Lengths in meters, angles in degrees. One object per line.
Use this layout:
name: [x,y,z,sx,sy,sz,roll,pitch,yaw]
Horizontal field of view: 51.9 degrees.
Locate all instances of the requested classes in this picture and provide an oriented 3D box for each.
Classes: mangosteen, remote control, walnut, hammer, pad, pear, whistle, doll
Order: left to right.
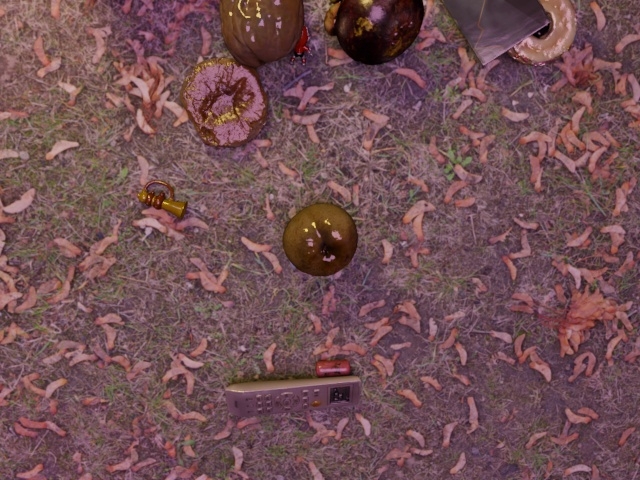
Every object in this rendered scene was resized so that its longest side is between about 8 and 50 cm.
whistle: [-0.344,-0.091,1.437,0.109,0.046,0.057,24,114,-3]
walnut: [-0.119,-0.467,1.314,0.178,0.178,0.230,-7,93,-3]
remote control: [-0.064,0.355,1.545,0.313,0.055,0.109,-4,135,-6]
doll: [-0.043,-0.428,1.391,0.057,0.039,0.114,13,114,22]
pear: [0.000,0.000,1.434,0.167,0.136,0.167,-5,121,-9]
hammer: [0.030,0.303,1.552,0.083,0.043,0.043,-3,102,-5]
mangosteen: [0.098,-0.467,1.334,0.192,0.192,0.217,-47,70,6]
pad: [0.347,-0.511,1.376,0.164,0.004,0.243,-32,89,14]

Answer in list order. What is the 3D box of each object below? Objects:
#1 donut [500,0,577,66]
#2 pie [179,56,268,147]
donut: [0.461,-0.460,1.411,0.175,0.068,0.174,-1,104,-3]
pie: [-0.199,-0.296,1.402,0.195,0.046,0.195,-1,101,-6]
